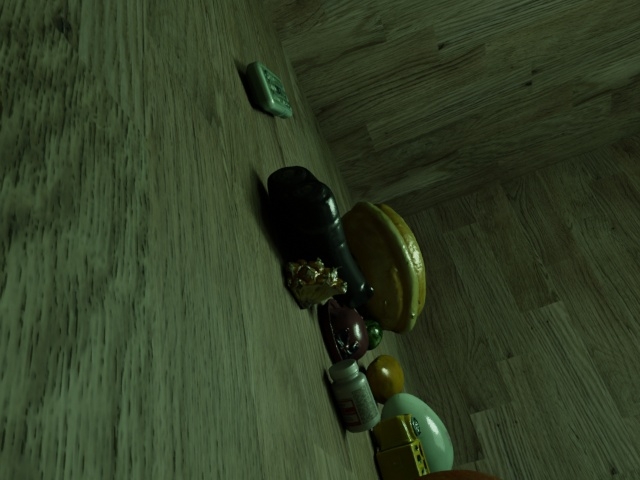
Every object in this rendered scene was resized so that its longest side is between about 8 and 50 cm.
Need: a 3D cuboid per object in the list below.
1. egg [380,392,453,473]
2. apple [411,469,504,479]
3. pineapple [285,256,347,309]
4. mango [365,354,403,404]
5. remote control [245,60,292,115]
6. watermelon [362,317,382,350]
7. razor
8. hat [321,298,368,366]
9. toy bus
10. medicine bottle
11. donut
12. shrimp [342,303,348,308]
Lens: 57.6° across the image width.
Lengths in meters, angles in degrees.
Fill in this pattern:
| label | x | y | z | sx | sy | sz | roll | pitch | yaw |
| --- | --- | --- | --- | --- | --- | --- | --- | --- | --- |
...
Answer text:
| label | x | y | z | sx | sy | sz | roll | pitch | yaw |
| --- | --- | --- | --- | --- | --- | --- | --- | --- | --- |
| egg | 0.261 | 0.552 | 1.610 | 0.264 | 0.183 | 0.183 | 64 | 7 | 12 |
| apple | 0.242 | 0.557 | 0.972 | 0.339 | 0.340 | 0.339 | -20 | 90 | -82 |
| pineapple | -0.015 | 0.098 | 1.216 | 0.069 | 0.138 | 0.116 | -95 | -154 | -50 |
| mango | 0.186 | 0.408 | 1.732 | 0.227 | 0.110 | 0.147 | 58 | 39 | -58 |
| remote control | -0.145 | -0.416 | 1.645 | 0.335 | 0.066 | 0.127 | -50 | 122 | -81 |
| watermelon | 0.140 | 0.280 | 1.748 | 0.109 | 0.109 | 0.108 | -20 | 90 | -82 |
| razor | -0.002 | 0.000 | 1.304 | 0.204 | 0.114 | 0.348 | 41 | -19 | 50 |
| hat | 0.069 | 0.231 | 1.437 | 0.205 | 0.089 | 0.205 | -19 | 90 | -81 |
| toy bus | 0.219 | 0.608 | 1.440 | 0.123 | 0.121 | 0.335 | 32 | 39 | -63 |
| medicine bottle | 0.069 | 0.329 | 1.240 | 0.079 | 0.079 | 0.139 | -56 | 127 | -80 |
| donut | 0.188 | 0.089 | 1.856 | 0.449 | 0.198 | 0.448 | 162 | -90 | -74 |
| shrimp | 0.069 | 0.152 | 1.823 | 0.261 | 0.051 | 0.198 | -106 | -179 | -55 |
